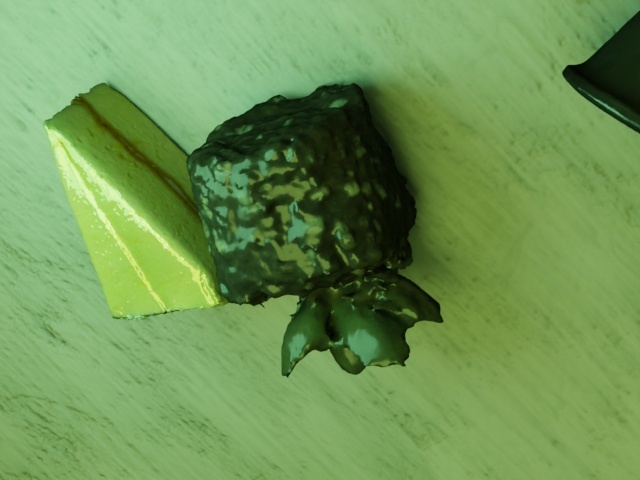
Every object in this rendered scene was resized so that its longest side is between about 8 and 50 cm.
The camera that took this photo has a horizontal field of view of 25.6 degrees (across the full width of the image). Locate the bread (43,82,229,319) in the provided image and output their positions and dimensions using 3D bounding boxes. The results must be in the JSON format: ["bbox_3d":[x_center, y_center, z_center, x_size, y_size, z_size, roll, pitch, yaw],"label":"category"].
[{"bbox_3d":[-0.184,-0.054,1.639,0.163,0.167,0.264,-7,113,25],"label":"bread"}]

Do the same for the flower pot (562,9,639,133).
[{"bbox_3d":[0.378,-0.156,1.317,0.269,0.269,0.166,29,106,6],"label":"flower pot"}]

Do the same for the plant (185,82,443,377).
[{"bbox_3d":[0.000,0.000,1.566,0.215,0.213,0.312,-16,113,25],"label":"plant"}]
